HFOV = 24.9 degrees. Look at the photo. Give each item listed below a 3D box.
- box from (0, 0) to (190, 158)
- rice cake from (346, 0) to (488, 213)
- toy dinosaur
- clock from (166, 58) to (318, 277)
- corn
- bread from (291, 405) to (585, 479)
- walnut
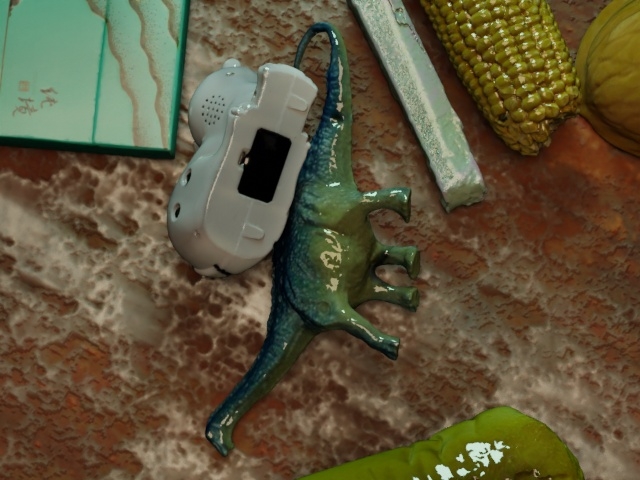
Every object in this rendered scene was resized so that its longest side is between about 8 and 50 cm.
[{"bbox_3d":[-0.226,-0.156,1.202,0.226,0.042,0.161,5,82,2],"label":"box"},{"bbox_3d":[0.080,-0.124,1.200,0.043,0.034,0.211,-25,82,-1],"label":"rice cake"},{"bbox_3d":[0.010,0.006,1.159,0.147,0.076,0.363,11,87,14],"label":"toy dinosaur"},{"bbox_3d":[-0.075,-0.059,1.160,0.080,0.117,0.176,18,90,-32],"label":"clock"},{"bbox_3d":[0.129,-0.209,1.182,0.106,0.106,0.293,-25,82,-4],"label":"corn"},{"bbox_3d":[0.026,0.252,1.101,0.383,0.112,0.166,-18,81,-4],"label":"bread"},{"bbox_3d":[0.315,-0.150,1.178,0.211,0.087,0.167,-23,85,-3],"label":"walnut"}]
